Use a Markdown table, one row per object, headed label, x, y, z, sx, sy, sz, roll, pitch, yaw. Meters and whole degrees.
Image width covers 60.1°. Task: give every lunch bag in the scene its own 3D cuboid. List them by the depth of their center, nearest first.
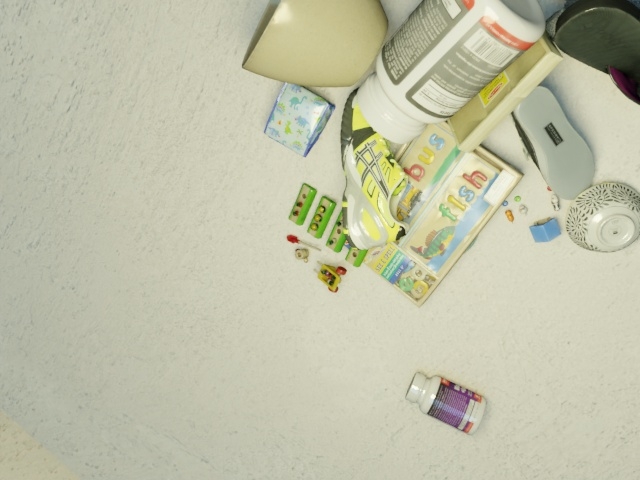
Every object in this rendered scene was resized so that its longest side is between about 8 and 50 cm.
| label | x | y | z | sx | sy | sz | roll | pitch | yaw |
| --- | --- | --- | --- | --- | --- | --- | --- | --- | --- |
| lunch bag | -0.055 | -0.301 | 1.375 | 0.129 | 0.096 | 0.151 | 31 | 104 | 6 |

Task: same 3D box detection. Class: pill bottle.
| label | x | y | z | sx | sy | sz | roll | pitch | yaw |
| --- | --- | --- | --- | --- | --- | --- | --- | --- | --- |
| pill bottle | 0.244 | -0.371 | 1.121 | 0.210 | 0.210 | 0.363 | 49 | 135 | -1 |
| pill bottle | 0.329 | 0.427 | 1.472 | 0.193 | 0.108 | 0.108 | 24 | 112 | 9 |

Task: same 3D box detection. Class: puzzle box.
| label | x | y | z | sx | sy | sz | roll | pitch | yaw |
| --- | --- | --- | --- | --- | --- | --- | --- | --- | --- |
| puzzle box | 0.253 | -0.073 | 1.343 | 0.272 | 0.052 | 0.409 | 39 | 115 | 16 |

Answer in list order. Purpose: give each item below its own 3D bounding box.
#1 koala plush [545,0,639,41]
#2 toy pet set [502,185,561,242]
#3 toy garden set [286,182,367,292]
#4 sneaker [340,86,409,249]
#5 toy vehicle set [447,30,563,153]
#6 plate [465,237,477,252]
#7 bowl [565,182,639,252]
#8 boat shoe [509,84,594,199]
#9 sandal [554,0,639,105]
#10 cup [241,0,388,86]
| label | x | y | z | sx | sy | sz | roll | pitch | yaw |
| --- | --- | --- | --- | --- | --- | --- | --- | --- | --- |
| koala plush | 0.552 | -0.497 | 1.024 | 0.203 | 0.221 | 0.196 | 12 | 69 | 9 |
| toy pet set | 0.501 | -0.054 | 1.289 | 0.122 | 0.065 | 0.114 | -21 | 99 | 23 |
| toy garden set | 0.000 | 0.000 | 1.437 | 0.244 | 0.049 | 0.204 | 35 | 115 | 25 |
| sneaker | 0.132 | -0.172 | 1.302 | 0.147 | 0.145 | 0.385 | -4 | 88 | 20 |
| toy vehicle set | 0.365 | -0.332 | 1.160 | 0.035 | 0.166 | 0.267 | 14 | 138 | -27 |
| plate | 0.301 | -0.038 | 1.382 | 0.188 | 0.024 | 0.188 | 5 | 108 | 16 |
| bowl | 0.642 | -0.035 | 1.225 | 0.170 | 0.080 | 0.170 | 3 | 115 | 6 |
| boat shoe | 0.494 | -0.220 | 1.218 | 0.113 | 0.105 | 0.306 | -41 | 116 | 13 |
| sandal | 0.636 | -0.314 | 1.052 | 0.445 | 0.167 | 0.107 | 16 | 68 | -15 |
| cup | 0.006 | -0.469 | 1.210 | 0.237 | 0.331 | 0.331 | 26 | 115 | -18 |
